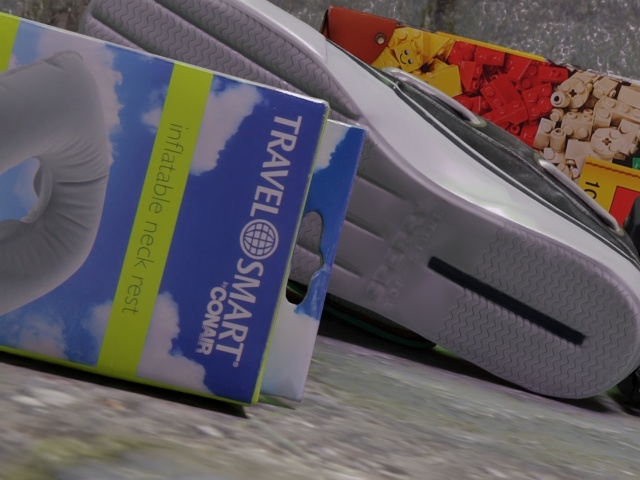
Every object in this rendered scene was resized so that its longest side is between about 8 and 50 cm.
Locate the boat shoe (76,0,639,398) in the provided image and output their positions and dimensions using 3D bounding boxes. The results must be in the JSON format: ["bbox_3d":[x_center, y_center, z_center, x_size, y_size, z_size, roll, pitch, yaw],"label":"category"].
[{"bbox_3d":[0.025,-0.032,0.751,0.335,0.121,0.119,34,22,-1],"label":"boat shoe"}]

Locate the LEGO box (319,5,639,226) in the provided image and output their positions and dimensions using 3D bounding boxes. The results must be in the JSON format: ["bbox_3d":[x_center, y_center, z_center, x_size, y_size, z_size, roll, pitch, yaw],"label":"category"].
[{"bbox_3d":[0.232,-0.024,1.198,0.372,0.193,0.500,18,4,22],"label":"LEGO box"}]

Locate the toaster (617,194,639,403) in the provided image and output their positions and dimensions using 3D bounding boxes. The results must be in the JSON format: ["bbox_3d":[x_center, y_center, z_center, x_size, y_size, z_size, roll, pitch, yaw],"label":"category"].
[{"bbox_3d":[0.256,0.027,0.803,0.146,0.129,0.227,18,37,2],"label":"toaster"}]

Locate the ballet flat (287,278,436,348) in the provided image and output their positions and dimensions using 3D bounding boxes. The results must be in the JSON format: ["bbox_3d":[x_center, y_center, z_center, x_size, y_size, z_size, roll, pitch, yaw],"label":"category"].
[{"bbox_3d":[0.000,0.000,0.849,0.077,0.079,0.221,13,4,-37],"label":"ballet flat"}]

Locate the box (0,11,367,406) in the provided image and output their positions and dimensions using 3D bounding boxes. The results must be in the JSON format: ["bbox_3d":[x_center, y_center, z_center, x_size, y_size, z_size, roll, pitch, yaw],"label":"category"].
[{"bbox_3d":[-0.077,-0.012,0.472,0.178,0.109,0.042,14,0,-10],"label":"box"}]
